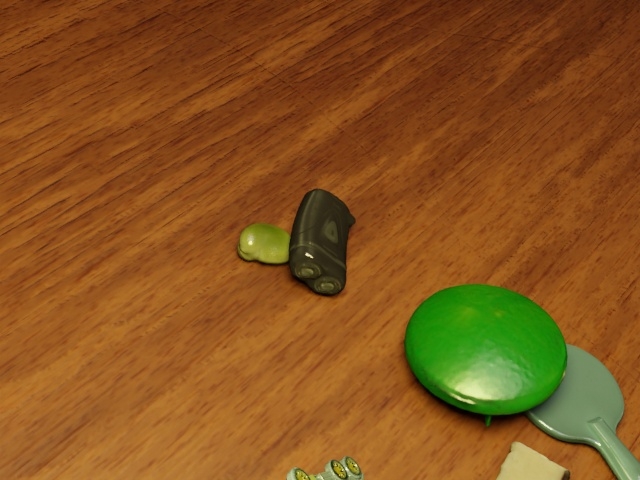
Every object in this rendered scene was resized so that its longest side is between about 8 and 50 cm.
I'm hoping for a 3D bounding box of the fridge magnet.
[{"bbox_3d":[0.210,0.140,1.278,0.208,0.088,0.208,2,45,-2],"label":"fridge magnet"}]

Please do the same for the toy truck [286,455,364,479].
[{"bbox_3d":[0.004,0.295,1.060,0.100,0.077,0.169,56,20,21],"label":"toy truck"}]

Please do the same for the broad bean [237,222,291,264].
[{"bbox_3d":[-0.074,0.005,1.357,0.083,0.045,0.063,4,50,-24],"label":"broad bean"}]

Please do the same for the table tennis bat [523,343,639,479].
[{"bbox_3d":[0.344,0.227,1.291,0.149,0.038,0.237,-15,51,-27],"label":"table tennis bat"}]

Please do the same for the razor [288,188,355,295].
[{"bbox_3d":[0.000,0.000,1.361,0.090,0.054,0.148,40,38,-29],"label":"razor"}]

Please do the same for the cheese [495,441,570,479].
[{"bbox_3d":[0.174,0.382,1.103,0.085,0.034,0.400,28,47,14],"label":"cheese"}]
